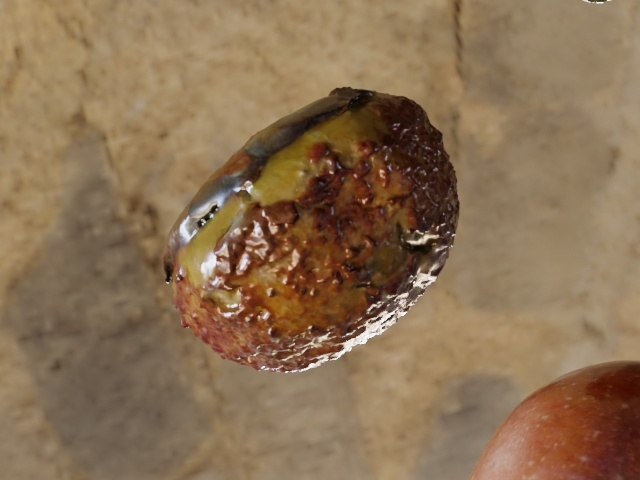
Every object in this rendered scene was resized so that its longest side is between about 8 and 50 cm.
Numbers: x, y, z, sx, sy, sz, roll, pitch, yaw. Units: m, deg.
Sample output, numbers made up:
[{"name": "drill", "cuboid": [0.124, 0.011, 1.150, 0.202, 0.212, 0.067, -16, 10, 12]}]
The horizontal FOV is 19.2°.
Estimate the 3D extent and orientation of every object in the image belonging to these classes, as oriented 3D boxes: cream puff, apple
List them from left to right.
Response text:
[{"name": "cream puff", "cuboid": [0.001, -0.001, 1.370, 0.240, 0.164, 0.240, -29, -21, -12]}, {"name": "apple", "cuboid": [0.153, 0.160, 0.960, 0.201, 0.201, 0.162, 4, -4, -36]}]

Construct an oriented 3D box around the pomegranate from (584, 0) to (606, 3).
[{"name": "pomegranate", "cuboid": [0.209, -0.325, 1.208, 0.358, 0.216, 0.310, -9, -45, -45]}]
